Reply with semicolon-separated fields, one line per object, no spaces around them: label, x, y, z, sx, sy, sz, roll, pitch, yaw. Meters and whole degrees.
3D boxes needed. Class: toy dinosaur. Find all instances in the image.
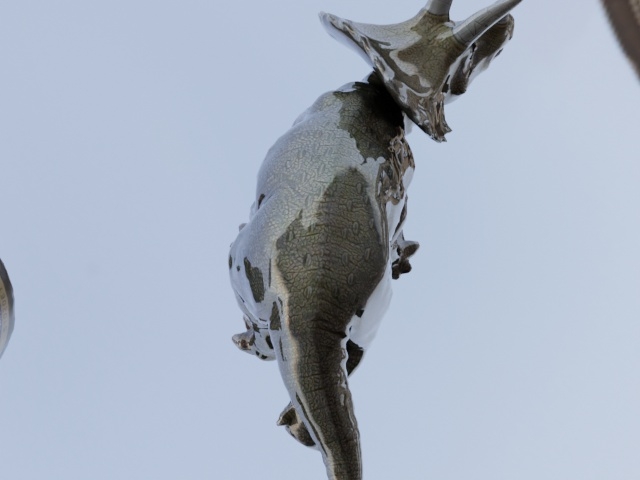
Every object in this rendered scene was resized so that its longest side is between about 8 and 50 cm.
toy dinosaur;0.000;0.000;0.780;0.121;0.313;0.160;17;-36;9

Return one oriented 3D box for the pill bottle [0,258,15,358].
pill bottle;-0.275;0.064;0.937;0.123;0.219;0.122;4;-75;13
